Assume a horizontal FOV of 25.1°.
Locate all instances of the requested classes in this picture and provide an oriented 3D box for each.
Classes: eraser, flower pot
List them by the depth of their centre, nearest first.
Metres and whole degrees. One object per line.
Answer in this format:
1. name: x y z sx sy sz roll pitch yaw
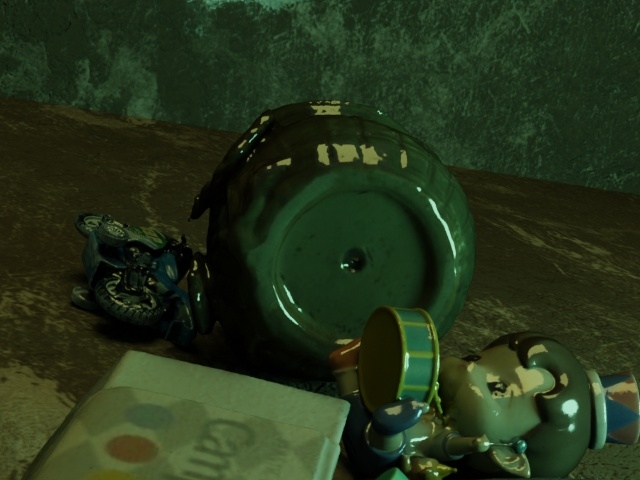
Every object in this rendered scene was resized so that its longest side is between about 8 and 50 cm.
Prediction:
1. eraser: -0.111 0.194 0.871 0.213 0.082 0.397 13 22 4
2. flower pot: 0.000 0.000 1.481 0.302 0.302 0.213 10 14 -12

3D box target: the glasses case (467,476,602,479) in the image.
1. glasses case: 0.181 0.230 1.147 0.282 0.067 0.109 2 14 -31

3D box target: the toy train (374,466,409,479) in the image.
1. toy train: 0.085 0.236 0.821 0.248 0.101 0.159 48 13 4

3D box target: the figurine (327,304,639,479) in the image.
1. figurine: 0.149 0.144 1.274 0.275 0.158 0.161 6 24 -25

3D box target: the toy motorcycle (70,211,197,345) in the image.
1. toy motorcycle: -0.194 0.037 1.568 0.135 0.092 0.254 17 19 -23
